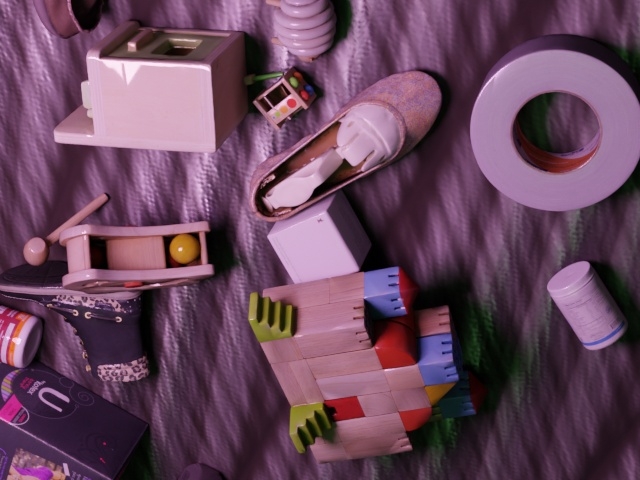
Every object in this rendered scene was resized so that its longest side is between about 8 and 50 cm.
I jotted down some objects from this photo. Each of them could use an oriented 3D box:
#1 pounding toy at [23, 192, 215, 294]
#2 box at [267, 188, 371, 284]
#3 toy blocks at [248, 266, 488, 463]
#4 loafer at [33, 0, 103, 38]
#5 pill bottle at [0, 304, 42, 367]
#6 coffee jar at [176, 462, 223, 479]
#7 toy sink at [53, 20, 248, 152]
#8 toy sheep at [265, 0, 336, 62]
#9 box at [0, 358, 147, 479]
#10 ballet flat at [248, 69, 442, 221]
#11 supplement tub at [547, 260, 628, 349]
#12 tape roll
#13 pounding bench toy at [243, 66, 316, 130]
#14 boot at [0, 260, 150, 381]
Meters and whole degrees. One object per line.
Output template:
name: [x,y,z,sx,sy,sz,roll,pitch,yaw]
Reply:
pounding toy: [-0.290,-0.008,1.790,0.269,0.154,0.155,-5,80,-7]
box: [0.000,0.000,1.773,0.102,0.087,0.101,-22,108,23]
toy blocks: [0.083,0.174,1.764,0.261,0.191,0.381,-11,134,12]
loafer: [-0.280,-0.421,1.612,0.130,0.134,0.366,18,119,6]
pill bottle: [-0.520,0.139,1.980,0.152,0.086,0.086,17,119,6]
coffee jar: [-0.221,0.452,2.050,0.079,0.096,0.184,25,119,-1]
toy sink: [-0.231,-0.211,1.694,0.234,0.153,0.131,5,117,14]
toy sheep: [-0.022,-0.288,1.639,0.091,0.091,0.132,2,134,14]
box: [-0.438,0.314,1.999,0.270,0.165,0.143,30,118,-1]
ballet flat: [0.028,-0.113,1.699,0.316,0.106,0.107,-34,102,26]
supplement tub: [0.366,0.090,1.730,0.071,0.071,0.107,-29,104,25]
tape roll: [0.305,-0.150,1.627,0.219,0.072,0.219,6,117,13]
pounding bench toy: [-0.055,-0.205,1.706,0.065,0.052,0.083,-35,103,26]
boot: [-0.374,0.127,1.937,0.236,0.085,0.178,2,118,13]
